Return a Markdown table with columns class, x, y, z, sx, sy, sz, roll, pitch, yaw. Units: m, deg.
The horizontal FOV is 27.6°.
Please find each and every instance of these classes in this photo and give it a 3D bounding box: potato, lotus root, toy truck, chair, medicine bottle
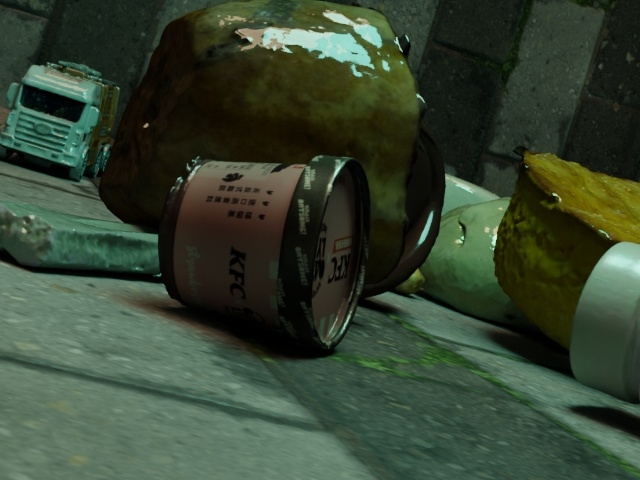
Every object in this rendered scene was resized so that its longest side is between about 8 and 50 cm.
| class | x | y | z | sx | sy | sz | roll | pitch | yaw |
| --- | --- | --- | --- | --- | --- | --- | --- | --- | --- |
| potato | 0.094 | 0.038 | 1.656 | 0.068 | 0.062 | 0.083 | -10 | 45 | -46 |
| lotus root | -0.077 | -0.112 | 1.281 | 0.250 | 0.316 | 0.316 | 11 | 7 | -31 |
| toy truck | -0.383 | -0.188 | 1.965 | 0.136 | 0.162 | 0.305 | 17 | 5 | -3 |
| chair | 0.034 | -0.080 | 1.561 | 0.226 | 0.226 | 0.401 | 16 | 11 | -4 |
| medicine bottle | 0.367 | 0.105 | 1.077 | 0.293 | 0.170 | 0.170 | 18 | 4 | 33 |

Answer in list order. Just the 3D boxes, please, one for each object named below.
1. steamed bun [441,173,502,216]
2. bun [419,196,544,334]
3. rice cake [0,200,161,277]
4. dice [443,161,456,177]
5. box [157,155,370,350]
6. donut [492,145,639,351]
| class | x | y | z | sx | sy | sz | roll | pitch | yaw |
| --- | --- | --- | --- | --- | --- | --- | --- | --- | --- |
| steamed bun | 0.219 | -0.006 | 1.947 | 0.164 | 0.146 | 0.242 | 26 | 0 | 38 |
| bun | 0.245 | 0.024 | 1.722 | 0.259 | 0.160 | 0.259 | 14 | 6 | -1 |
| rice cake | -0.192 | 0.002 | 1.098 | 0.085 | 0.040 | 0.226 | 20 | 5 | 29 |
| dice | 0.122 | -0.063 | 2.199 | 0.181 | 0.183 | 0.182 | 19 | 7 | 4 |
| box | -0.044 | 0.001 | 1.027 | 0.135 | 0.151 | 0.151 | 10 | 2 | 17 |
| donut | 0.379 | 0.050 | 1.475 | 0.435 | 0.163 | 0.377 | 10 | 22 | -38 |
